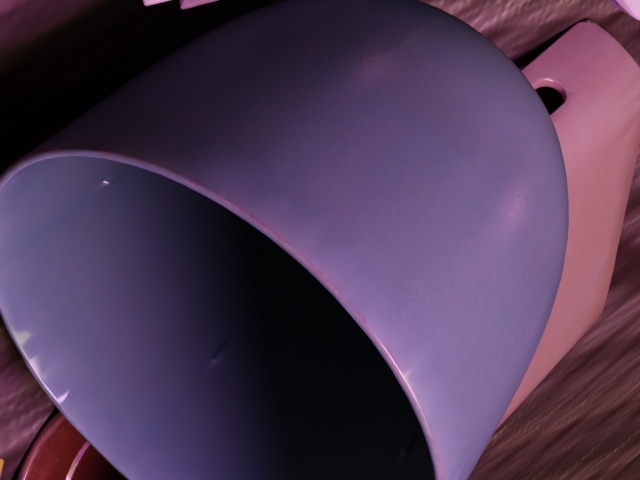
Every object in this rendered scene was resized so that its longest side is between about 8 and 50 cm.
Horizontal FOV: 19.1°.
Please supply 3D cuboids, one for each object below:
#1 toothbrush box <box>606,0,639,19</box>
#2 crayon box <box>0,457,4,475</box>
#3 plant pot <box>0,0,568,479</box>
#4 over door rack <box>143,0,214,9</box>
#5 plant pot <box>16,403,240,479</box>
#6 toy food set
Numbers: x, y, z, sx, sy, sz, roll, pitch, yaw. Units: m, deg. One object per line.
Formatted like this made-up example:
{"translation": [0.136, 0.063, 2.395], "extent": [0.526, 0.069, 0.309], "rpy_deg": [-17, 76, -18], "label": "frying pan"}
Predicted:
{"translation": [0.163, -0.297, 1.094], "extent": [0.216, 0.126, 0.295], "rpy_deg": [-51, 148, -1], "label": "toothbrush box"}
{"translation": [-0.302, 0.256, 1.035], "extent": [0.202, 0.081, 0.319], "rpy_deg": [14, 93, -56], "label": "crayon box"}
{"translation": [0.000, 0.000, 1.049], "extent": [0.235, 0.293, 0.293], "rpy_deg": [-49, 150, -35], "label": "plant pot"}
{"translation": [0.055, -0.166, 0.883], "extent": [0.239, 0.324, 0.108], "rpy_deg": [-92, 179, -83], "label": "over door rack"}
{"translation": [-0.085, 0.181, 1.225], "extent": [0.167, 0.167, 0.165], "rpy_deg": [-57, 155, 8], "label": "plant pot"}
{"translation": [0.132, 0.014, 1.403], "extent": [0.219, 0.092, 0.306], "rpy_deg": [-41, 149, -37], "label": "toy food set"}
